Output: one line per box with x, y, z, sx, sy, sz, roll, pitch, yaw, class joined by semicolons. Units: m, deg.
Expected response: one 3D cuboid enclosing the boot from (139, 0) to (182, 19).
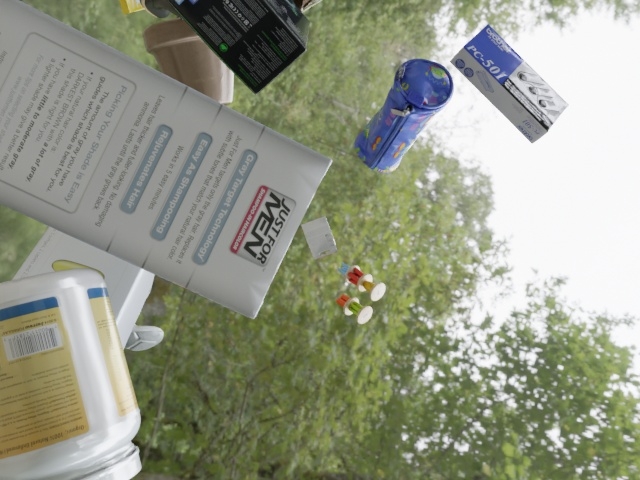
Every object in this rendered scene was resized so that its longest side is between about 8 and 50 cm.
-0.345;-0.534;1.427;0.077;0.137;0.198;-44;176;-8;boot

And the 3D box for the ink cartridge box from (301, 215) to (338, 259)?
0.000;0.000;1.478;0.029;0.063;0.115;70;0;-52;ink cartridge box

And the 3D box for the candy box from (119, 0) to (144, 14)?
-0.512;-0.707;1.637;0.105;0.027;0.205;-56;139;-56;candy box

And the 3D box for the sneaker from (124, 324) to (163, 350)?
-0.356;0.161;1.106;0.061;0.152;0.053;-111;-154;-48;sneaker

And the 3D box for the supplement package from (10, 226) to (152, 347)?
-0.342;0.083;0.914;0.262;0.145;0.204;-82;-166;-49;supplement package

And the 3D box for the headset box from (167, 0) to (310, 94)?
-0.148;-0.448;1.192;0.131;0.246;0.283;-37;-156;20;headset box

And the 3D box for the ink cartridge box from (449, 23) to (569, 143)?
0.335;-0.277;1.104;0.097;0.207;0.046;-45;180;-32;ink cartridge box

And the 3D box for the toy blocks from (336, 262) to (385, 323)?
0.085;0.132;1.639;0.148;0.054;0.123;34;-83;42;toy blocks

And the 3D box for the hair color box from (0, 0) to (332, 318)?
-0.198;-0.084;0.661;0.185;0.374;0.113;-64;-172;0;hair color box

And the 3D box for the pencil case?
0.167;-0.254;1.325;0.133;0.119;0.306;-54;180;-26;pencil case

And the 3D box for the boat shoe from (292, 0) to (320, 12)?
-0.036;-0.565;1.397;0.257;0.095;0.095;-38;-168;29;boat shoe

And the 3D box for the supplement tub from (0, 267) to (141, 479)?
-0.255;0.138;0.588;0.144;0.144;0.199;-23;-98;60;supplement tub

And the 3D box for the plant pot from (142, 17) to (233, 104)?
-0.335;-0.479;1.720;0.263;0.263;0.229;11;-66;66;plant pot
